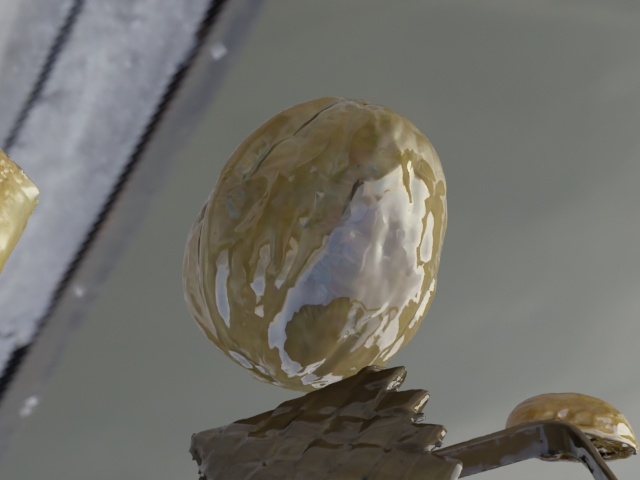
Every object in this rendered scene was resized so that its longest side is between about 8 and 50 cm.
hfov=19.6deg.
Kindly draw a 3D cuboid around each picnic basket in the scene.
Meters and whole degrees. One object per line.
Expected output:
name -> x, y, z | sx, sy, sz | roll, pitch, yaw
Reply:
picnic basket -> 0.082, 0.245, 1.381 | 0.321, 0.254, 0.291 | -16, 114, -8

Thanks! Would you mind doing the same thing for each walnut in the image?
walnut -> 0.220, 0.160, 1.636 | 0.121, 0.052, 0.091 | 3, 157, 11
walnut -> 0.000, 0.000, 1.566 | 0.225, 0.225, 0.261 | 38, 64, -55

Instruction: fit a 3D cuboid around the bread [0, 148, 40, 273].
bread -> -0.293, -0.015, 1.378 | 0.085, 0.173, 0.134 | -22, 115, 38
